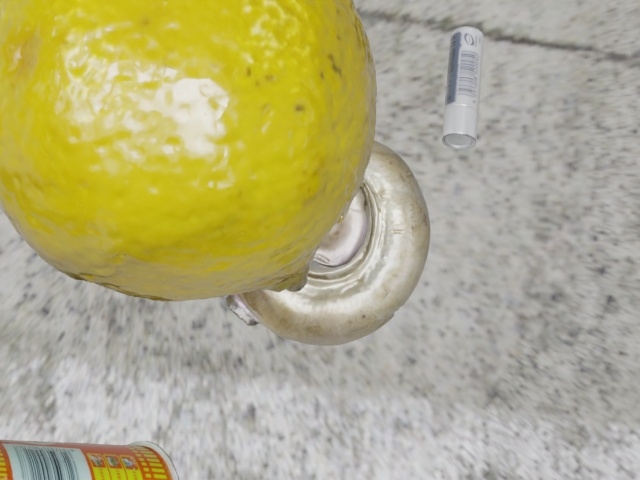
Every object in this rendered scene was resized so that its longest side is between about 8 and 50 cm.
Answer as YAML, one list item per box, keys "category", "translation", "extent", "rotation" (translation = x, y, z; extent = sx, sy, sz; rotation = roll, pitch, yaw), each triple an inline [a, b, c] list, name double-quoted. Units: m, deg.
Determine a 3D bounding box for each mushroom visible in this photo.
- category: "mushroom"
  translation: [0.000, 0.000, 1.871]
  extent: [0.255, 0.184, 0.255]
  rotation: [1, 87, -9]

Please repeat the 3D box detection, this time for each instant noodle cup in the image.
- category: "instant noodle cup"
  translation: [-0.275, 0.279, 1.674]
  extent: [0.212, 0.193, 0.193]
  rotation: [16, 92, -36]

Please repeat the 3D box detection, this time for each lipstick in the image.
- category: "lipstick"
  translation: [0.161, -0.173, 1.884]
  extent: [0.040, 0.040, 0.141]
  rotation: [8, 67, -6]

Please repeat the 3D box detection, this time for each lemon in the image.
- category: "lemon"
  translation: [-0.085, -0.092, 0.943]
  extent: [0.228, 0.228, 0.253]
  rotation: [-15, 75, -4]
